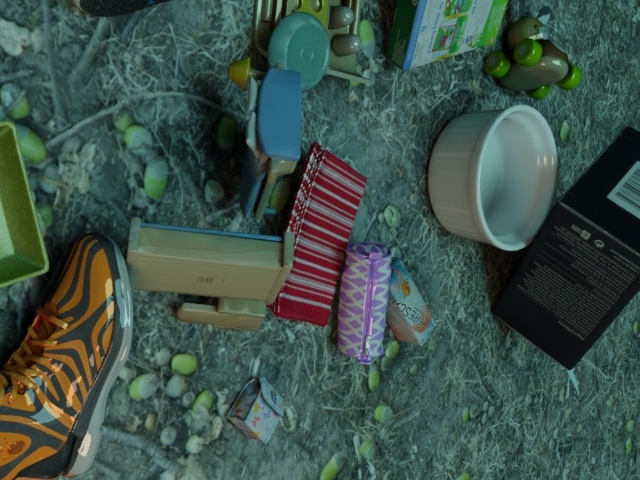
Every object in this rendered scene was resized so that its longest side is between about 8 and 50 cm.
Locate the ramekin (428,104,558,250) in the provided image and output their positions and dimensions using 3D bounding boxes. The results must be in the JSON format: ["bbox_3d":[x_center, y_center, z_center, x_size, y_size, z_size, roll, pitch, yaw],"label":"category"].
[{"bbox_3d":[0.332,-0.124,1.548,0.277,0.135,0.277,-9,103,-44],"label":"ramekin"}]

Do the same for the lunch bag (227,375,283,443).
[{"bbox_3d":[-0.096,0.265,1.256,0.071,0.053,0.083,56,51,-36],"label":"lunch bag"}]

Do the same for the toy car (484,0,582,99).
[{"bbox_3d":[0.434,-0.406,1.608,0.155,0.149,0.188,18,73,-34],"label":"toy car"}]

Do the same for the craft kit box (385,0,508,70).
[{"bbox_3d":[0.239,-0.437,1.371,0.246,0.061,0.250,-20,140,-32],"label":"craft kit box"}]

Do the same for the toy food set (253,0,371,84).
[{"bbox_3d":[0.017,-0.409,1.225,0.219,0.092,0.306,2,95,-44],"label":"toy food set"}]

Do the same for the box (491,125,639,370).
[{"bbox_3d":[0.564,0.022,1.617,0.293,0.212,0.395,-41,159,-33],"label":"box"}]

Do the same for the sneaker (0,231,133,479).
[{"bbox_3d":[-0.337,0.144,0.939,0.180,0.124,0.321,6,98,-44],"label":"sneaker"}]

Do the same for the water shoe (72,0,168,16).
[{"bbox_3d":[-0.237,-0.346,1.022,0.203,0.073,0.080,-26,88,-38],"label":"water shoe"}]

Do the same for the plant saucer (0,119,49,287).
[{"bbox_3d":[-0.422,-0.027,0.897,0.188,0.045,0.188,-22,112,-40],"label":"plant saucer"}]

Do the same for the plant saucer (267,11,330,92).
[{"bbox_3d":[-0.024,-0.275,1.170,0.119,0.021,0.119,-17,116,-38],"label":"plant saucer"}]

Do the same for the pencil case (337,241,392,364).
[{"bbox_3d":[0.074,0.104,1.351,0.086,0.088,0.206,2,107,-1],"label":"pencil case"}]

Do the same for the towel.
[{"bbox_3d":[0.000,0.000,1.285,0.199,0.031,0.275,27,77,-61],"label":"towel"}]

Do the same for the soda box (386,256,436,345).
[{"bbox_3d":[0.145,0.111,1.454,0.058,0.063,0.183,-51,128,-26],"label":"soda box"}]

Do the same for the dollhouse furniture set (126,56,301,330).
[{"bbox_3d":[-0.153,-0.067,1.110,0.198,0.286,0.303,7,64,-12],"label":"dollhouse furniture set"}]
